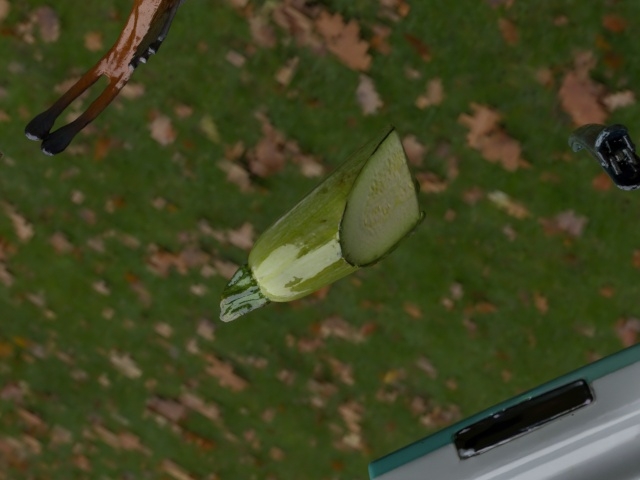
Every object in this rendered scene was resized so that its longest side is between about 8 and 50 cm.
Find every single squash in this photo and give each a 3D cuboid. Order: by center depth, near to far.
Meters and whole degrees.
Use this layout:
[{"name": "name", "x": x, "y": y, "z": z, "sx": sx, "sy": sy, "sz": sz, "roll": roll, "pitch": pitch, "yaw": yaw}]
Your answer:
[{"name": "squash", "x": 0.003, "y": 0.001, "z": 1.215, "sx": 0.075, "sy": 0.200, "sz": 0.090, "roll": 45, "pitch": 172, "yaw": 31}]

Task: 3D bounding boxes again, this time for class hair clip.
[{"name": "hair clip", "x": 0.293, "y": -0.104, "z": 1.638, "sx": 0.070, "sy": 0.039, "sz": 0.229, "roll": 58, "pitch": -177, "yaw": -11}]

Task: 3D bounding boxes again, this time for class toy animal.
[{"name": "toy animal", "x": -0.185, "y": -0.255, "z": 1.740, "sx": 0.225, "sy": 0.302, "sz": 0.284, "roll": 44, "pitch": 146, "yaw": 16}]

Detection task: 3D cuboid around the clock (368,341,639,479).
[{"name": "clock", "x": 0.201, "y": 0.221, "z": 1.248, "sx": 0.262, "sy": 0.116, "sz": 0.231, "roll": -25, "pitch": 136, "yaw": 5}]

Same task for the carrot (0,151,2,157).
[{"name": "carrot", "x": -0.358, "y": -0.021, "z": 1.438, "sx": 0.048, "sy": 0.048, "sz": 0.216, "roll": 40, "pitch": 121, "yaw": -22}]
